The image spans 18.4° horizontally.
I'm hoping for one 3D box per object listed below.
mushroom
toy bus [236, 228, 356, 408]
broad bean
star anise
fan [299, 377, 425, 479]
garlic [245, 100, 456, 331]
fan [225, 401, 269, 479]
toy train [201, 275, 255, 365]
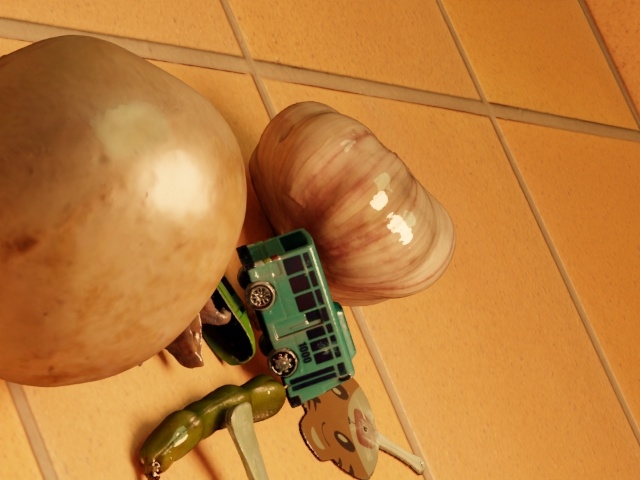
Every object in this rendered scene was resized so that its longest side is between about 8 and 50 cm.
[{"bbox_3d":[-0.224,-0.038,1.613,0.290,0.297,0.297,37,5,42],"label":"mushroom"},{"bbox_3d":[-0.022,0.077,1.975,0.079,0.091,0.160,-120,-168,-73],"label":"toy bus"},{"bbox_3d":[-0.098,0.166,1.841,0.256,0.052,0.053,-24,98,-63],"label":"broad bean"},{"bbox_3d":[-0.174,0.037,1.831,0.208,0.063,0.172,57,29,-15],"label":"star anise"},{"bbox_3d":[0.046,0.204,2.117,0.226,0.008,0.153,36,34,-40],"label":"fan"},{"bbox_3d":[0.000,0.000,2.086,0.245,0.245,0.253,50,66,-22],"label":"garlic"},{"bbox_3d":[-0.052,0.242,1.831,0.038,0.016,0.193,-35,111,-57],"label":"fan"},{"bbox_3d":[-0.127,0.028,1.939,0.209,0.044,0.042,56,24,-10],"label":"toy train"}]
